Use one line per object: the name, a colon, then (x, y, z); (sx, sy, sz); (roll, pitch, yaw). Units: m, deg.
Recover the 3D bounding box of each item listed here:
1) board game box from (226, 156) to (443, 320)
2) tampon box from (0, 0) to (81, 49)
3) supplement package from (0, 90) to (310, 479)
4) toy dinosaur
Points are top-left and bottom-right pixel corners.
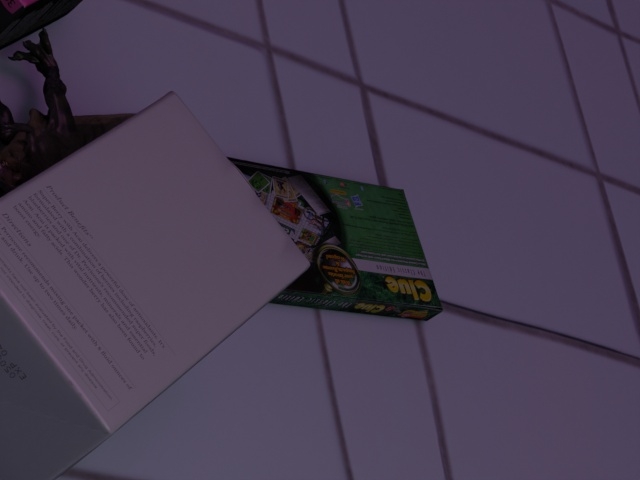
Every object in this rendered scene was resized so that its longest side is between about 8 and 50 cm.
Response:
board game box: (0.000, 0.000, 1.792); (0.260, 0.030, 0.136); (9, 53, -44)
tampon box: (-0.262, -0.237, 1.626); (0.120, 0.101, 0.161); (52, 37, -2)
supplement package: (-0.177, 0.047, 1.432); (0.177, 0.175, 0.293); (52, 36, 0)
toy dinosaur: (-0.229, -0.102, 1.595); (0.118, 0.064, 0.268); (53, 29, -1)
